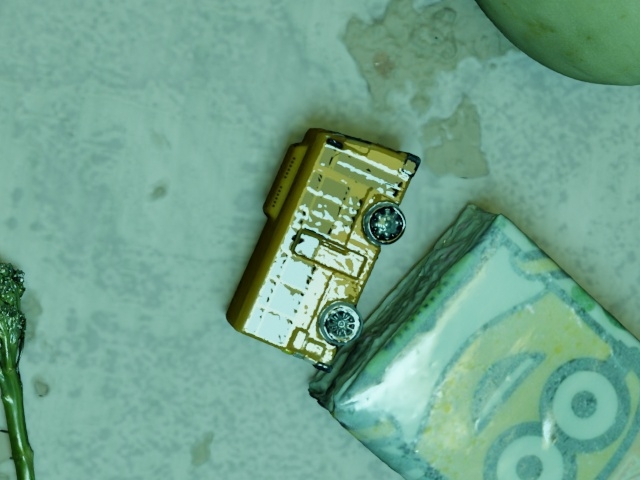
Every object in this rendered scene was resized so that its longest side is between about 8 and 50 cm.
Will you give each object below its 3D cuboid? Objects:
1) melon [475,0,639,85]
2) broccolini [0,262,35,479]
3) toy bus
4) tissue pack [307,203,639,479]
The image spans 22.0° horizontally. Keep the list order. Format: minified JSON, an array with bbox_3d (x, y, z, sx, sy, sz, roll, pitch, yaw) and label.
[{"bbox_3d":[0.224,-0.278,1.357,0.272,0.272,0.308,-28,84,-6],"label":"melon"},{"bbox_3d":[-0.269,0.137,1.417,0.051,0.054,0.239,-2,98,27],"label":"broccolini"},{"bbox_3d":[0.000,0.000,1.424,0.114,0.098,0.201,23,92,-10],"label":"toy bus"},{"bbox_3d":[0.179,0.153,1.449,0.311,0.128,0.228,43,87,-11],"label":"tissue pack"}]
